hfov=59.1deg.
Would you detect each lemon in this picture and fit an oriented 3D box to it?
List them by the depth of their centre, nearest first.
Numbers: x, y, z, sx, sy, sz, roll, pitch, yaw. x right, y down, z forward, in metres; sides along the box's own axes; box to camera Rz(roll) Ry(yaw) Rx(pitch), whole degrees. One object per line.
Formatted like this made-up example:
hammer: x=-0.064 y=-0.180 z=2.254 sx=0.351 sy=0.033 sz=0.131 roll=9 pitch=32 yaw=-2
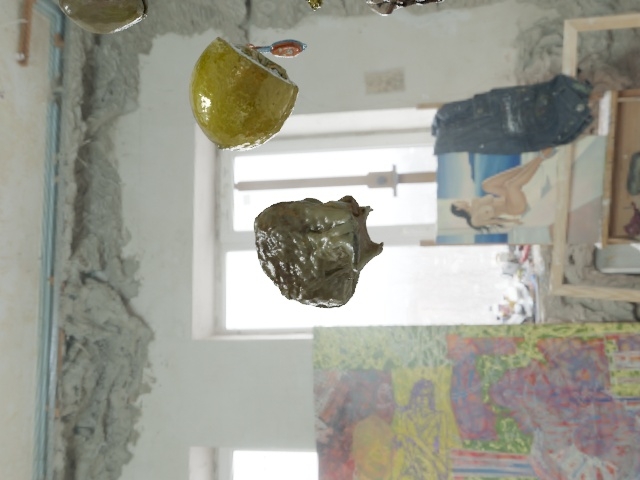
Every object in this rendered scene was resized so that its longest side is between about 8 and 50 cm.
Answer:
lemon: x=-0.273 y=-0.462 z=1.863 sx=0.364 sy=0.363 sz=0.365 roll=-2 pitch=-90 yaw=-82

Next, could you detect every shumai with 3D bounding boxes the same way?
shumai: x=0.000 y=0.000 z=1.319 sx=0.267 sy=0.314 sz=0.262 roll=-57 pitch=6 yaw=-28

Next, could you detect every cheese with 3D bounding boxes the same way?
cheese: x=-0.179 y=-0.736 z=2.175 sx=0.106 sy=0.255 sz=0.037 roll=99 pitch=164 yaw=-73

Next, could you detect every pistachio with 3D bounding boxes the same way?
pistachio: x=-0.733 y=-0.804 z=1.909 sx=0.166 sy=0.287 sz=0.197 roll=-101 pitch=7 yaw=-60

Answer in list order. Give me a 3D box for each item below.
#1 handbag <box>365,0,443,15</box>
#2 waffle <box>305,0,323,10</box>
handbag: x=0.233 y=-0.702 z=1.484 sx=0.193 sy=0.251 sz=0.190 roll=-99 pitch=-12 yaw=-62
waffle: x=-0.057 y=-0.830 z=1.801 sx=0.046 sy=0.160 sz=0.192 roll=-54 pitch=-44 yaw=-59
